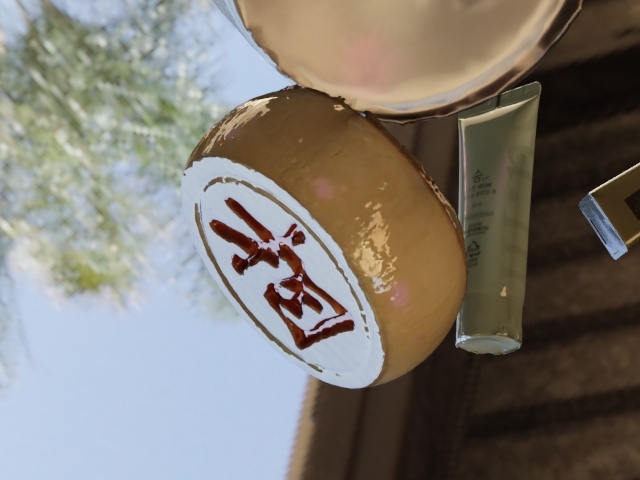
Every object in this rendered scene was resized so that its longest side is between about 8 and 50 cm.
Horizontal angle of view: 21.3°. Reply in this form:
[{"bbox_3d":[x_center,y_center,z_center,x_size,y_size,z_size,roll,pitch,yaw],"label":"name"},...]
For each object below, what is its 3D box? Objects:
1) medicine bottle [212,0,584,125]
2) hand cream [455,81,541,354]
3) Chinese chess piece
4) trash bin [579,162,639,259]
[{"bbox_3d":[0.010,-0.196,0.937,0.190,0.190,0.332,-37,-157,2],"label":"medicine bottle"},{"bbox_3d":[0.128,-0.018,1.260,0.078,0.050,0.205,-16,-120,42],"label":"hand cream"},{"bbox_3d":[0.000,0.000,0.654,0.051,0.122,0.122,-40,-147,-24],"label":"Chinese chess piece"},{"bbox_3d":[0.211,-0.033,1.048,0.092,0.043,0.061,-34,174,-3],"label":"trash bin"}]
